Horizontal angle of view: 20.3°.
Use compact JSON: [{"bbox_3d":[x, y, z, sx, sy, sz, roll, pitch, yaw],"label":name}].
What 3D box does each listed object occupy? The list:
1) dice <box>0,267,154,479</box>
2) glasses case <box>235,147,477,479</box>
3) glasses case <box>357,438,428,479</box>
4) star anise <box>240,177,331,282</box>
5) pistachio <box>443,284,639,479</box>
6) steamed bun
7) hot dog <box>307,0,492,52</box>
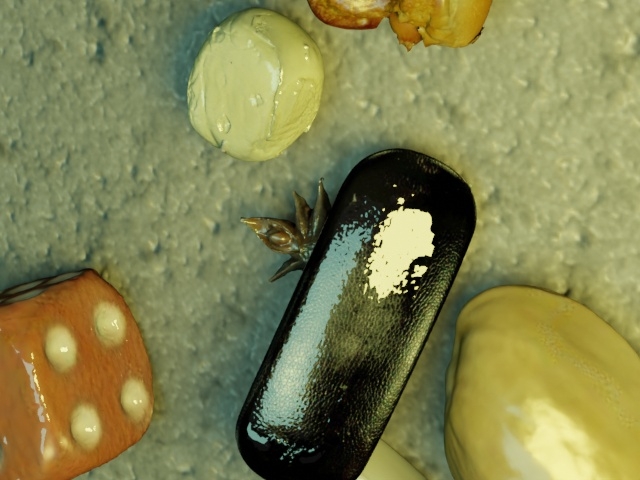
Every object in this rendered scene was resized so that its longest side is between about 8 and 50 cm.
[{"bbox_3d":[-0.278,0.133,1.699,0.175,0.174,0.179,-7,102,33],"label":"dice"},{"bbox_3d":[0.029,0.071,1.516,0.122,0.075,0.314,23,100,-5],"label":"glasses case"},{"bbox_3d":[0.064,0.229,1.590,0.193,0.074,0.049,43,118,11],"label":"glasses case"},{"bbox_3d":[-0.011,0.000,1.570,0.129,0.056,0.124,16,111,9],"label":"star anise"},{"bbox_3d":[0.200,0.171,1.446,0.181,0.162,0.293,-34,85,3],"label":"pistachio"},{"bbox_3d":[-0.052,-0.138,1.532,0.112,0.091,0.130,34,121,24],"label":"steamed bun"},{"bbox_3d":[0.083,-0.320,1.384,0.158,0.117,0.349,15,111,20],"label":"hot dog"}]
